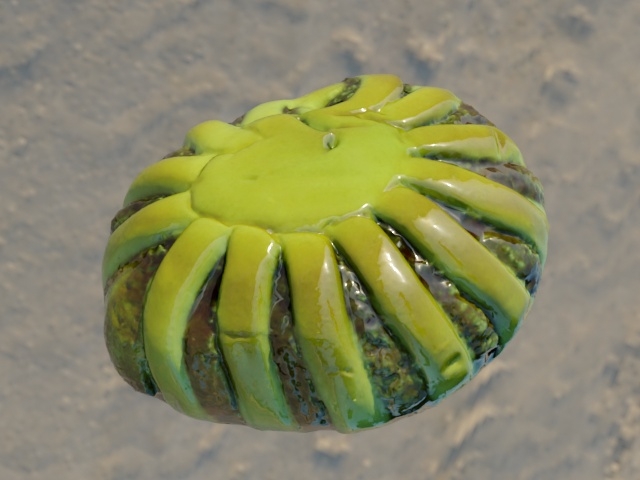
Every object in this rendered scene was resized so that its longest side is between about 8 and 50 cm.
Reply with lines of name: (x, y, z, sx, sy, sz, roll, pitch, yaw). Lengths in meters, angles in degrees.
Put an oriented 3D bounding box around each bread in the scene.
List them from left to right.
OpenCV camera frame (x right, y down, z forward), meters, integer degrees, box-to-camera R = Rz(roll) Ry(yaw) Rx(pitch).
bread: (0.000, 0.000, 0.560, 0.130, 0.139, 0.071, -80, 164, -44)
